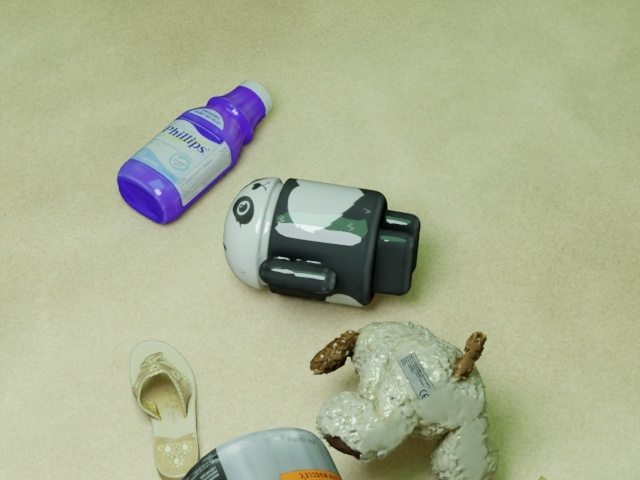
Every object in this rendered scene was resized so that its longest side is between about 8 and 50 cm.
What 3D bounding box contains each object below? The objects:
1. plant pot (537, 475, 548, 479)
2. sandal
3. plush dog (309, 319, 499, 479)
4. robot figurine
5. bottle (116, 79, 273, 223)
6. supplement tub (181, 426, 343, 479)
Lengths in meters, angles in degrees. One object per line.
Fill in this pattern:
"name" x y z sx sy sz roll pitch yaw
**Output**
"plant pot" 0.283 0.363 1.692 0.081 0.081 0.083 37 69 27
"sandal" -0.210 0.209 1.829 0.088 0.079 0.240 -12 51 -8
"plush dog" 0.118 0.175 1.760 0.263 0.210 0.225 17 13 -26
"robot figurine" 0.000 -0.001 1.932 0.278 0.209 0.173 9 81 8
"bottle" -0.187 -0.147 2.110 0.118 0.092 0.283 31 58 25
"supplement tub" -0.027 0.405 1.582 0.207 0.207 0.338 -19 53 -13
